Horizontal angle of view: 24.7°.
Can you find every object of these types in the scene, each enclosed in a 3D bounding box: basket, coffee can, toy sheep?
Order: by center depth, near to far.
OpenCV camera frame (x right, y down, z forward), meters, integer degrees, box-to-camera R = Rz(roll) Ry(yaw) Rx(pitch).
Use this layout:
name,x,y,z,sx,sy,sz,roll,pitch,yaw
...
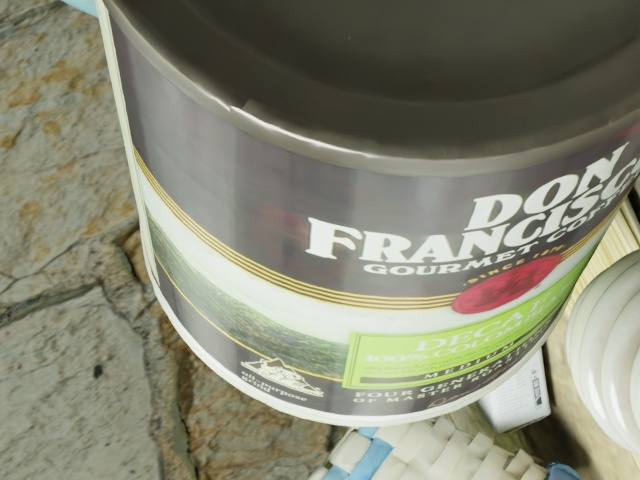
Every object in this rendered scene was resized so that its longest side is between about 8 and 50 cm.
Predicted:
name,x,y,z,sx,sy,sz,roll,pitch,yaw
coffee can,0.024,-0.064,0.527,0.275,0.201,0.201,95,152,-69
toy sheep,0.136,0.042,0.530,0.132,0.091,0.091,-142,31,-76
basket,0.111,0.246,0.977,0.289,0.201,0.255,28,163,9

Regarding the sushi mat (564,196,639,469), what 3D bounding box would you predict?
name,x,y,z,sx,sy,sz,roll,pitch,yaw
sushi mat,0.178,0.108,0.693,0.151,0.019,0.317,89,158,-75

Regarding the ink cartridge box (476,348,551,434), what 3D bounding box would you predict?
name,x,y,z,sx,sy,sz,roll,pitch,yaw
ink cartridge box,0.076,-0.022,0.954,0.223,0.045,0.224,-119,9,-46

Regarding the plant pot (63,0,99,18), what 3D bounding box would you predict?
name,x,y,z,sx,sy,sz,roll,pitch,yaw
plant pot,-0.134,-0.270,0.994,0.252,0.248,0.247,42,-179,-19
